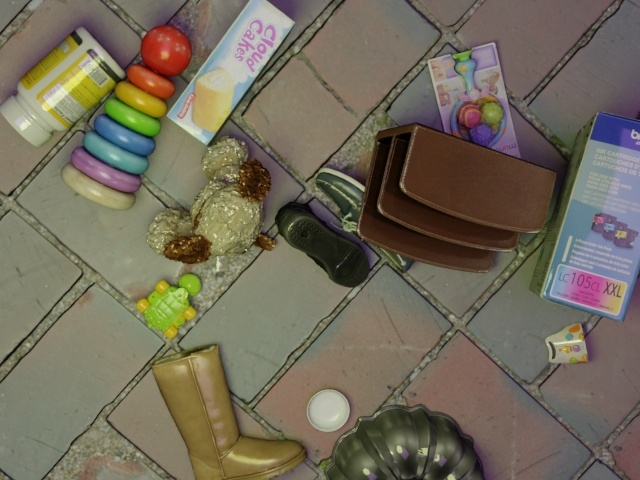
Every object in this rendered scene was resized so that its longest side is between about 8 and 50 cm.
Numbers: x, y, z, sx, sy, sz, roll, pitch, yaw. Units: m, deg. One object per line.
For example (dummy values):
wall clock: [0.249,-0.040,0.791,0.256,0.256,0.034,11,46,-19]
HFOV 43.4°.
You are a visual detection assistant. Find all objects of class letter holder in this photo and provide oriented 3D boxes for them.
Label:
letter holder: [0.240,-0.060,1.450,0.301,0.152,0.215,15,86,-21]

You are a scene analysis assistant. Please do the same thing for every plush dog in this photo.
plush dog: [-0.168,-0.037,1.424,0.210,0.225,0.262,39,90,-7]

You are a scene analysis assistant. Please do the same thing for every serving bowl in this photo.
serving bowl: [0.014,0.328,1.568,0.083,0.027,0.083,0,95,-5]

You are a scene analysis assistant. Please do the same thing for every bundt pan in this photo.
bundt pan: [0.172,0.490,1.549,0.330,0.124,0.331,0,94,-5]

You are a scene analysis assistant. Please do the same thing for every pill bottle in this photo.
pill bottle: [-0.461,-0.271,1.433,0.208,0.119,0.119,-42,97,-1]

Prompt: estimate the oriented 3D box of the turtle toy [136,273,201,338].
turtle toy: [-0.276,0.115,1.506,0.130,0.066,0.095,-44,97,-1]

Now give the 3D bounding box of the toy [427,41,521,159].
toy: [0.301,-0.248,1.537,0.136,0.056,0.237,-16,96,-3]

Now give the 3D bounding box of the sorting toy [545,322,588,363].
sorting toy: [0.490,0.214,1.603,0.075,0.045,0.083,-12,96,15]

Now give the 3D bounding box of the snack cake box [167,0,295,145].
snack cake box: [-0.161,-0.299,1.443,0.089,0.152,0.264,36,91,-7]

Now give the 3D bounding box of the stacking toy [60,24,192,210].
stacking toy: [-0.324,-0.224,1.420,0.141,0.141,0.330,29,98,-7]

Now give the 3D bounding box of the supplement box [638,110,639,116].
supplement box: [0.657,-0.204,1.582,0.062,0.036,0.099,7,94,-5]

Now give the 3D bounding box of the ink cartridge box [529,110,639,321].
ink cartridge box: [0.511,-0.069,1.450,0.151,0.270,0.396,15,92,10]

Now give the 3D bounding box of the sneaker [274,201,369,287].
sneaker: [0.000,0.000,1.519,0.227,0.130,0.087,35,99,-35]

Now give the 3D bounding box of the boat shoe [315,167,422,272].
boat shoe: [0.084,-0.037,1.518,0.254,0.095,0.079,39,79,-16]

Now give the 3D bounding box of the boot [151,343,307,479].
boot: [-0.171,0.327,1.523,0.236,0.089,0.270,-17,94,-4]
